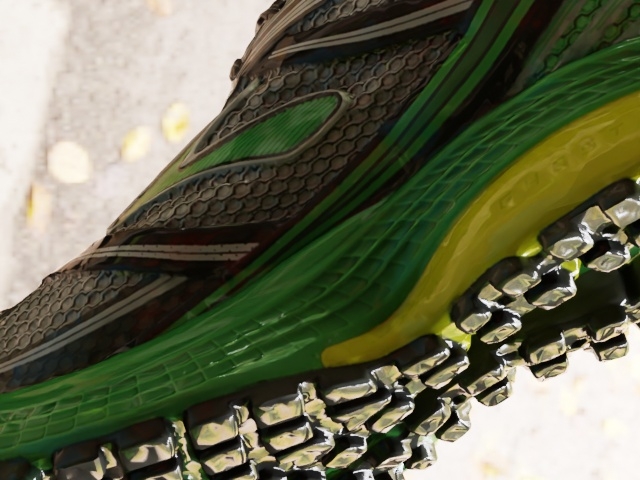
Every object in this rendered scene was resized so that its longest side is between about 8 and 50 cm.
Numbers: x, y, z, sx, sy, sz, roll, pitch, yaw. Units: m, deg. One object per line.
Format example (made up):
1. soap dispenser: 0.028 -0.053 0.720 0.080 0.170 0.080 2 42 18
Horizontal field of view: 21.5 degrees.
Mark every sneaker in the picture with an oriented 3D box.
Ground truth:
1. sneaker: 0.000 0.000 0.547 0.134 0.343 0.146 45 19 -58
